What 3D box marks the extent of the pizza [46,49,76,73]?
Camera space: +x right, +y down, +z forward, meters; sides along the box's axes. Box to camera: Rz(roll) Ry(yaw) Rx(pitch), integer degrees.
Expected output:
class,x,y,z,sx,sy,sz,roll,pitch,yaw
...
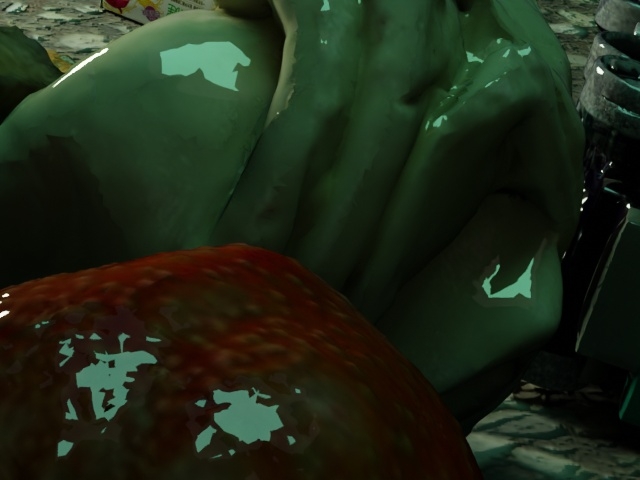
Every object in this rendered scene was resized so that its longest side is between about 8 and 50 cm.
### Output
class,x,y,z,sx,sy,sz,roll,pitch,yaw
pizza,-0.104,-0.031,1.067,0.199,0.062,0.188,13,34,-6

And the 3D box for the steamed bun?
class,x,y,z,sx,sy,sz,roll,pitch,yaw
steamed bun,0.000,0.000,0.818,0.207,0.268,0.280,54,11,8

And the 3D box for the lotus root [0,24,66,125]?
class,x,y,z,sx,sy,sz,roll,pitch,yaw
lotus root,-0.274,-0.062,0.848,0.314,0.210,0.142,-22,7,38

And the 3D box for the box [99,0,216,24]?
class,x,y,z,sx,sy,sz,roll,pitch,yaw
box,-0.080,-0.169,1.437,0.207,0.050,0.041,24,29,33

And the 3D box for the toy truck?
class,x,y,z,sx,sy,sz,roll,pitch,yaw
toy truck,0.200,-0.016,1.040,0.178,0.176,0.363,19,23,1

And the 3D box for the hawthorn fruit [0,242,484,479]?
class,x,y,z,sx,sy,sz,roll,pitch,yaw
hawthorn fruit,-0.038,0.097,0.611,0.205,0.205,0.253,17,13,19
